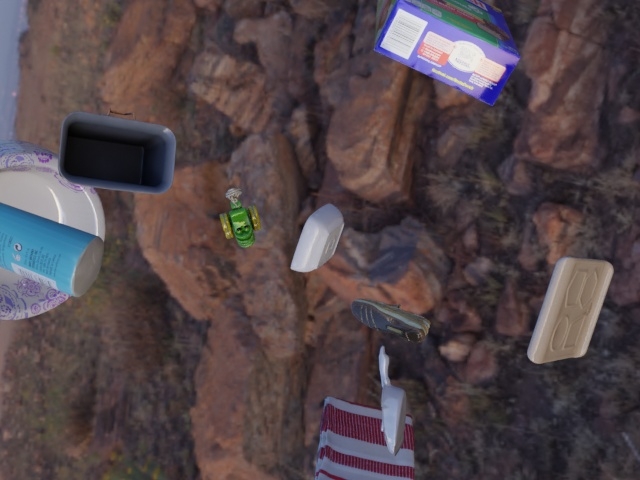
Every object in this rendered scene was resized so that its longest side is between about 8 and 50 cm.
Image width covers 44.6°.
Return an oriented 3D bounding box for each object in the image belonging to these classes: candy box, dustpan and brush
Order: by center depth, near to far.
[{"bbox_3d":[0.251,-0.437,1.603,0.317,0.268,0.122,-84,19,-58],"label":"candy box"},{"bbox_3d":[0.146,0.328,1.639,0.147,0.060,0.211,0,-86,-76],"label":"dustpan and brush"}]

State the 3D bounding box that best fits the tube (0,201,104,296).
[{"bbox_3d":[-0.284,-0.012,0.642,0.052,0.207,0.080,-66,-6,-46],"label":"tube"}]

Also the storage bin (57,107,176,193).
[{"bbox_3d":[-0.257,-0.108,0.956,0.091,0.135,0.098,-1,84,61],"label":"storage bin"}]

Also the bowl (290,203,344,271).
[{"bbox_3d":[0.000,0.000,1.683,0.142,0.053,0.142,-34,-33,-60],"label":"bowl"}]

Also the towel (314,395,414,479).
[{"bbox_3d":[0.109,0.514,1.844,0.329,0.237,0.037,-81,6,-54],"label":"towel"}]

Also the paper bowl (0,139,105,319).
[{"bbox_3d":[-0.511,-0.025,1.275,0.148,0.284,0.284,29,110,46],"label":"paper bowl"}]

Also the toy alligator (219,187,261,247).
[{"bbox_3d":[-0.118,-0.025,1.166,0.190,0.056,0.051,95,158,-75],"label":"toy alligator"}]

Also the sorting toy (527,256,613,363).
[{"bbox_3d":[0.445,0.122,1.400,0.038,0.208,0.193,23,101,40],"label":"sorting toy"}]

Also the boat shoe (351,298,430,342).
[{"bbox_3d":[0.166,0.177,1.832,0.072,0.190,0.068,-49,-24,-42],"label":"boat shoe"}]
